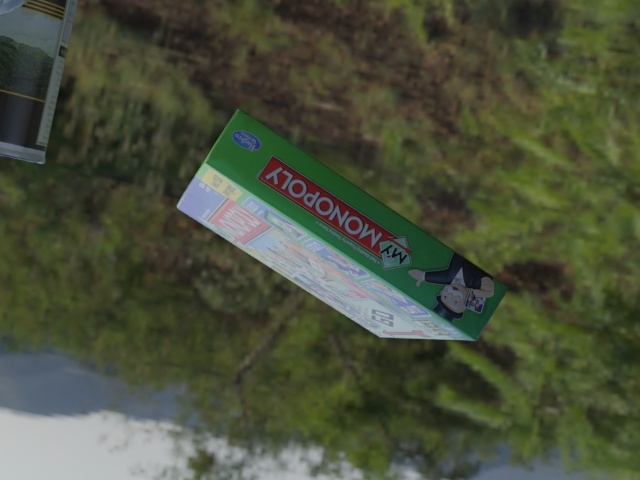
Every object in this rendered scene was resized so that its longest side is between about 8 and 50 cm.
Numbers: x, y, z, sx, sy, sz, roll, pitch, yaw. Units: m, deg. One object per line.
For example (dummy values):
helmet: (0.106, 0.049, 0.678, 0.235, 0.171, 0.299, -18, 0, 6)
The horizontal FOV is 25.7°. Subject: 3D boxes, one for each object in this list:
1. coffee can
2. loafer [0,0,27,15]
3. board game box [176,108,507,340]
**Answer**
coffee can: (-0.357, -0.234, 1.462, 0.201, 0.275, 0.201, 12, -179, 0)
loafer: (-0.300, -0.137, 0.979, 0.251, 0.094, 0.087, -31, 151, 5)
board game box: (0.000, 0.000, 1.055, 0.213, 0.046, 0.317, 32, 172, -5)
